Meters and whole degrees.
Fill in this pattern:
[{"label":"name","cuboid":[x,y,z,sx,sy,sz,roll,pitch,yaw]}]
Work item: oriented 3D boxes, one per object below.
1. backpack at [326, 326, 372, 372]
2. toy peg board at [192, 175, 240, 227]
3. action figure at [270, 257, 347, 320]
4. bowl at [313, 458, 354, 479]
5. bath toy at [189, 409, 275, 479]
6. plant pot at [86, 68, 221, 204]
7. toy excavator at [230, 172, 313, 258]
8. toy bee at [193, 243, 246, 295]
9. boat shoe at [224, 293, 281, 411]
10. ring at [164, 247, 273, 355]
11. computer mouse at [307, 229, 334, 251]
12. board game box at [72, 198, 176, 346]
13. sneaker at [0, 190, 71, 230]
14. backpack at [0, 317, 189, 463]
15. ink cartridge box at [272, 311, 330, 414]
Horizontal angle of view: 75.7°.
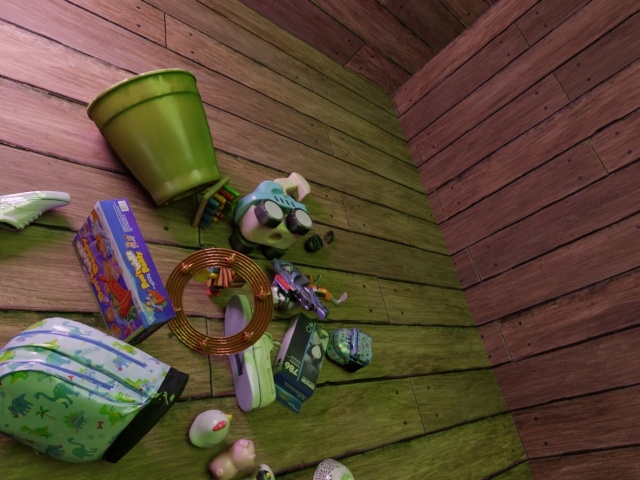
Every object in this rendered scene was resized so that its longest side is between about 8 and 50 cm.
[{"label":"backpack","cuboid":[0.109,0.424,1.659,0.173,0.117,0.158,34,41,-21]},{"label":"toy peg board","cuboid":[-0.371,-0.124,1.499,0.079,0.161,0.161,34,40,-2]},{"label":"action figure","cuboid":[-0.061,0.225,1.576,0.330,0.179,0.341,4,31,-39]},{"label":"bowl","cuboid":[0.063,0.810,1.354,0.170,0.080,0.170,26,47,-32]},{"label":"bath toy","cuboid":[-0.226,0.625,1.144,0.151,0.129,0.348,-27,83,-52]},{"label":"plant pot","cuboid":[-0.516,-0.318,1.391,0.366,0.366,0.353,-33,101,-52]},{"label":"toy excavator","cuboid":[-0.177,-0.157,1.729,0.432,0.222,0.446,15,44,-42]},{"label":"toy bee","cuboid":[-0.322,0.118,1.378,0.195,0.298,0.162,7,96,-17]},{"label":"boat shoe","cuboid":[-0.206,0.356,1.357,0.156,0.135,0.368,5,62,-45]},{"label":"ring","cuboid":[-0.309,0.191,1.235,0.337,0.336,0.032,50,5,-6]},{"label":"computer mouse","cuboid":[0.000,0.000,1.924,0.242,0.041,0.071,-25,91,-59]},{"label":"board game box","cuboid":[-0.538,0.097,1.112,0.078,0.233,0.347,-15,74,-51]},{"label":"sneaker","cuboid":[-0.801,-0.074,1.093,0.258,0.094,0.091,-18,95,-47]},{"label":"backpack","cuboid":[-0.536,0.330,0.911,0.355,0.290,0.273,44,20,-5]},{"label":"ink cartridge box","cuboid":[-0.075,0.436,1.497,0.165,0.065,0.333,41,41,-19]}]
